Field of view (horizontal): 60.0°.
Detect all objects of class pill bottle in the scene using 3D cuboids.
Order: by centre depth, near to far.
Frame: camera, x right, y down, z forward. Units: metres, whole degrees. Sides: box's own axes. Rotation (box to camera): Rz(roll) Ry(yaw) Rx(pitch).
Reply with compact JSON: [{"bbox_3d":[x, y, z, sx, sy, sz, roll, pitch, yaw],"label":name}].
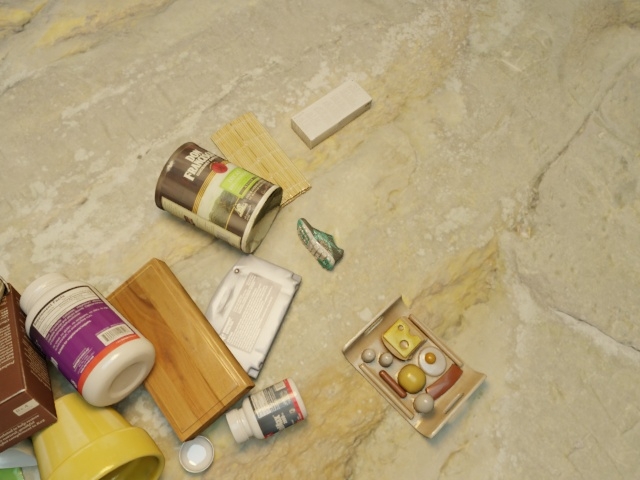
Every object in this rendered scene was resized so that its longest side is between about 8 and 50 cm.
[{"bbox_3d":[-0.550,0.219,1.291,0.323,0.181,0.181,37,72,20],"label":"pill bottle"},{"bbox_3d":[-0.131,0.418,1.349,0.180,0.108,0.108,-23,73,-10],"label":"pill bottle"}]

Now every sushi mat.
[{"bbox_3d":[-0.177,-0.232,1.625,0.151,0.019,0.316,-35,75,-13],"label":"sushi mat"}]

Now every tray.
[{"bbox_3d":[-0.366,0.262,1.373,0.203,0.076,0.411,-41,72,-1],"label":"tray"}]

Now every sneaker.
[{"bbox_3d":[0.000,0.000,1.539,0.076,0.065,0.166,-31,77,-30],"label":"sneaker"}]

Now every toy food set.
[{"bbox_3d":[0.237,0.312,1.413,0.220,0.092,0.306,-42,78,-15],"label":"toy food set"}]

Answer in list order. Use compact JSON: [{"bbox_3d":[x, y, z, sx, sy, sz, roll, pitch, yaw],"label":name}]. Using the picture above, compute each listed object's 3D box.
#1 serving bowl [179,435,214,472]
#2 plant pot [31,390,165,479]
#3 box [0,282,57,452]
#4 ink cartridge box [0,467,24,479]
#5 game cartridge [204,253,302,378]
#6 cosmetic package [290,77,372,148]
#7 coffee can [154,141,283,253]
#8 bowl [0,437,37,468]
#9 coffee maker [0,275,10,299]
[{"bbox_3d":[-0.299,0.518,1.347,0.083,0.027,0.083,1,71,-3],"label":"serving bowl"},{"bbox_3d":[-0.522,0.481,1.250,0.254,0.254,0.239,-40,61,-15],"label":"plant pot"},{"bbox_3d":[-0.744,0.288,1.264,0.191,0.143,0.381,-29,42,-12],"label":"box"},{"bbox_3d":[-0.751,0.649,1.241,0.189,0.097,0.255,-25,74,-11],"label":"ink cartridge box"},{"bbox_3d":[-0.194,0.189,1.458,0.196,0.060,0.294,24,71,2],"label":"game cartridge"},{"bbox_3d":[0.033,-0.383,1.668,0.239,0.060,0.099,-36,78,-14],"label":"cosmetic package"},{"bbox_3d":[-0.267,-0.114,1.481,0.275,0.201,0.201,27,71,7],"label":"coffee can"},{"bbox_3d":[-0.719,0.474,1.263,0.142,0.142,0.053,-4,52,-1],"label":"bowl"},{"bbox_3d":[-0.802,0.170,1.237,0.171,0.120,0.178,-32,38,18],"label":"coffee maker"}]
